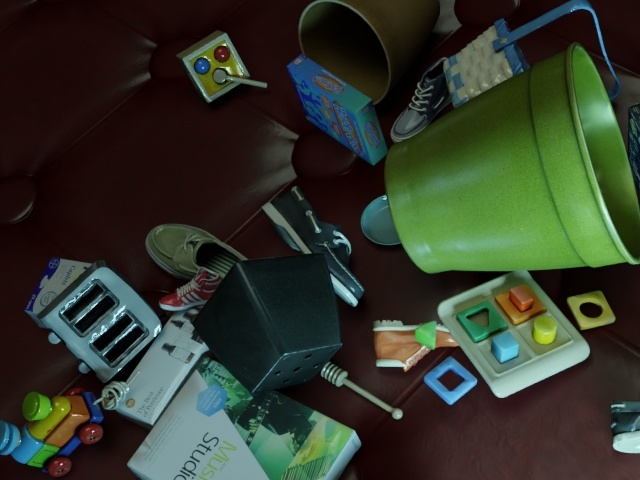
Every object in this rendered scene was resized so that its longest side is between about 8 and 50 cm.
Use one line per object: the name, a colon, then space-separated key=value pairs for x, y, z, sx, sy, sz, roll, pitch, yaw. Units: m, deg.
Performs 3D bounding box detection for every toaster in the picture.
toaster: x=-0.385 y=0.140 z=1.809 sx=0.185 sy=0.168 sz=0.110 roll=-43 pitch=14 yaw=-8

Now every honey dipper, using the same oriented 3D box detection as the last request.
honey dipper: x=0.069 y=0.254 z=1.690 sx=0.160 sy=0.030 sz=0.030 roll=30 pitch=68 yaw=29

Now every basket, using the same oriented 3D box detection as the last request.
basket: x=0.386 y=-0.298 z=1.854 sx=0.289 sy=0.255 sz=0.201 roll=-18 pitch=48 yaw=18

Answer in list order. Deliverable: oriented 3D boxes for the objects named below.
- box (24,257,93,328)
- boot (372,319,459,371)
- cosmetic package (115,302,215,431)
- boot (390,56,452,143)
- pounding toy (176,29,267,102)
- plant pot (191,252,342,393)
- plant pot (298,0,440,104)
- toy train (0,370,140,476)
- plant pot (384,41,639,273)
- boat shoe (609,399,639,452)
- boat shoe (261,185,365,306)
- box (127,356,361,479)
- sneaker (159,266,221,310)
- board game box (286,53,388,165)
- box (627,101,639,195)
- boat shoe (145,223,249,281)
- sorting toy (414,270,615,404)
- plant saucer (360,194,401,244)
box: x=-0.470 y=0.108 z=1.935 sx=0.137 sy=0.072 sz=0.126 roll=7 pitch=58 yaw=21
boot: x=0.166 y=0.180 z=1.705 sx=0.157 sy=0.059 sz=0.085 roll=0 pitch=74 yaw=10
cosmetic package: x=-0.260 y=0.220 z=1.795 sx=0.099 sy=0.060 sz=0.239 roll=17 pitch=61 yaw=28
boot: x=0.200 y=-0.278 z=2.001 sx=0.069 sy=0.086 sz=0.190 roll=28 pitch=67 yaw=32
pounding toy: x=-0.211 y=-0.364 z=2.173 sx=0.130 sy=0.141 sz=0.100 roll=-33 pitch=24 yaw=-8
plant pot: x=-0.072 y=0.146 z=1.690 sx=0.187 sy=0.188 sz=0.167 roll=-6 pitch=56 yaw=-40
plant pot: x=0.127 y=-0.436 z=2.075 sx=0.237 sy=0.237 sz=0.254 roll=28 pitch=52 yaw=32
toy train: x=-0.435 y=0.283 z=1.705 sx=0.248 sy=0.143 sz=0.105 roll=-46 pitch=51 yaw=13
plant pot: x=0.310 y=-0.096 z=1.689 sx=0.353 sy=0.366 sz=0.366 roll=-17 pitch=50 yaw=26
boat shoe: x=0.550 y=0.261 z=1.502 sx=0.233 sy=0.084 sz=0.079 roll=-8 pitch=53 yaw=15
boat shoe: x=0.000 y=0.000 z=1.843 sx=0.091 sy=0.114 sz=0.302 roll=-39 pitch=54 yaw=-5
box: x=-0.127 y=0.351 z=1.660 sx=0.322 sy=0.058 sz=0.232 roll=22 pitch=63 yaw=28
sneaker: x=-0.232 y=0.086 z=1.807 sx=0.118 sy=0.067 sz=0.042 roll=-10 pitch=36 yaw=-9
board game box: x=0.034 y=-0.257 z=1.992 sx=0.047 sy=0.160 sz=0.210 roll=-42 pitch=53 yaw=-14
box: x=0.576 y=-0.101 z=1.700 sx=0.051 sy=0.175 sz=0.220 roll=-16 pitch=51 yaw=5
boat shoe: x=-0.215 y=0.027 z=1.900 sx=0.302 sy=0.094 sz=0.109 roll=23 pitch=64 yaw=29
sorting toy: x=0.314 y=0.138 z=1.643 sx=0.347 sy=0.047 sz=0.196 roll=-22 pitch=53 yaw=-15
plant saucer: x=0.136 y=-0.035 z=1.885 sx=0.119 sy=0.021 sz=0.119 roll=-9 pitch=52 yaw=11
